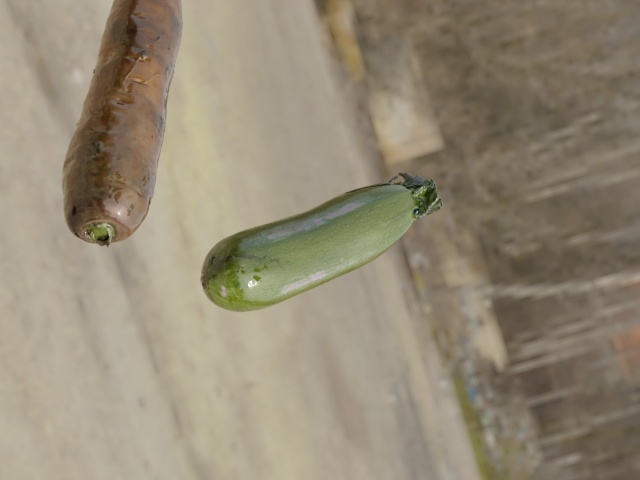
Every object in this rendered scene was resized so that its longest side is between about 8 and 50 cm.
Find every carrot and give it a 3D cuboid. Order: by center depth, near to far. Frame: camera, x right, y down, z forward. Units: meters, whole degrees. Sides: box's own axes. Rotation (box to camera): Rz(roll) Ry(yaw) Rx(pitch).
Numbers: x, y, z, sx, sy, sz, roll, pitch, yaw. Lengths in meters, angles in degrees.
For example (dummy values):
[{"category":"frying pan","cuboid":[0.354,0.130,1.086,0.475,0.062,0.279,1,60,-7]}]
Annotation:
[{"category":"carrot","cuboid":[-0.071,-0.070,0.739,0.036,0.035,0.165,64,31,-56]}]

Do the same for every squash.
[{"category":"squash","cuboid":[0.000,0.000,1.169,0.052,0.183,0.052,28,-50,39]}]
